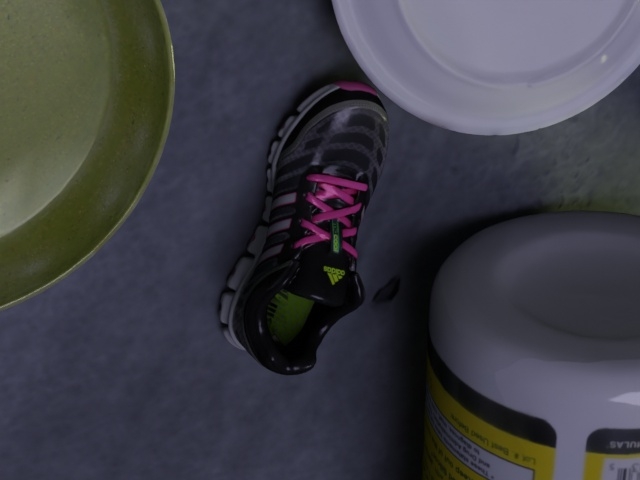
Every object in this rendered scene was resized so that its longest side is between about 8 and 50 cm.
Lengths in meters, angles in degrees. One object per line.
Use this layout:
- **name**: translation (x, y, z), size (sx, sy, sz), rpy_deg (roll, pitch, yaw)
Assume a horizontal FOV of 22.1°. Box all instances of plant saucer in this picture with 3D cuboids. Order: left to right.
- **plant saucer**: translation (-0.189, -0.070, 0.769), size (0.241, 0.037, 0.241), rpy_deg (-11, 122, -18)

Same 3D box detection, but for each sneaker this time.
- **sneaker**: translation (0.000, 0.000, 0.868), size (0.063, 0.075, 0.170), rpy_deg (13, 112, -29)

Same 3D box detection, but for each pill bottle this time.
- **pill bottle**: translation (0.151, 0.166, 0.962), size (0.188, 0.188, 0.334), rpy_deg (-10, 122, -18)

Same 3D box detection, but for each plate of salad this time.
- **plate of salad**: translation (0.097, -0.152, 0.842), size (0.200, 0.048, 0.200), rpy_deg (-5, 111, -14)
